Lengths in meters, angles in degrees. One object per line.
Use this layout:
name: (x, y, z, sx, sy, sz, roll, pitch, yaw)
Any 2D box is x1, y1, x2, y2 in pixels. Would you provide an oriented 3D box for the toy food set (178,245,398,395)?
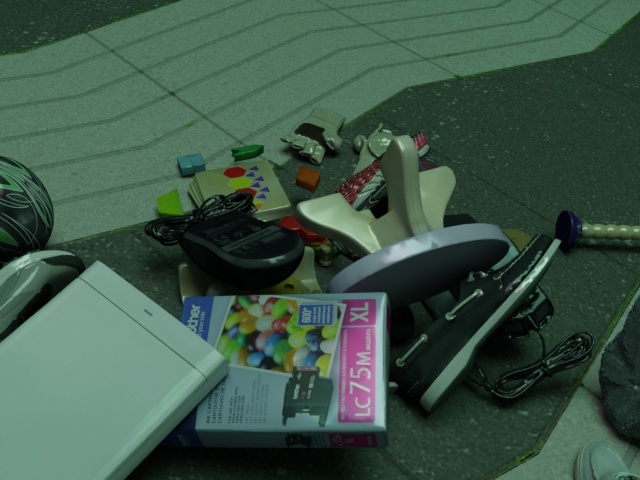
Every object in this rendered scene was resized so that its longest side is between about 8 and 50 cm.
toy food set: (-0.055, 0.122, 1.146, 0.220, 0.092, 0.306, -8, 42, -23)

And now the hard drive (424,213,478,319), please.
hard drive: (0.233, 0.045, 1.349, 0.172, 0.054, 0.254, -4, 40, -19)

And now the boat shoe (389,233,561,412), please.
boat shoe: (0.213, 0.096, 1.127, 0.091, 0.114, 0.302, 39, 80, 19)

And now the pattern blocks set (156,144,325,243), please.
pattern blocks set: (-0.136, -0.075, 1.394, 0.286, 0.026, 0.324, -7, 35, -6)

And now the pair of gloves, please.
pair of gloves: (0.059, -0.197, 1.627, 0.240, 0.042, 0.204, 22, 39, 13)

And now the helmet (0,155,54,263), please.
helmet: (-0.485, -0.045, 1.210, 0.162, 0.169, 0.169, -3, 36, 9)

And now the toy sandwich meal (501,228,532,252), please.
toy sandwich meal: (0.344, 0.011, 1.445, 0.086, 0.029, 0.085, 5, 34, -3)

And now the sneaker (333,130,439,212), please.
sneaker: (0.129, -0.096, 1.451, 0.299, 0.121, 0.112, -37, 97, -43)

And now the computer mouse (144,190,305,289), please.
computer mouse: (-0.119, 0.011, 1.193, 0.189, 0.072, 0.272, -21, 29, -30)

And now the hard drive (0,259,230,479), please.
hard drive: (-0.308, 0.201, 0.921, 0.233, 0.047, 0.353, 32, 63, 26)

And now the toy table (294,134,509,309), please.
toy table: (0.111, -0.012, 1.147, 0.274, 0.252, 0.160, -8, 61, -33)

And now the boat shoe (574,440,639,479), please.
boat shoe: (0.378, 0.329, 0.997, 0.079, 0.081, 0.227, 6, 38, -6)

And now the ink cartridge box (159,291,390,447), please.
ink cartridge box: (-0.072, 0.157, 0.994, 0.311, 0.065, 0.185, -3, 55, 9)

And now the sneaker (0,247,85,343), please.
sneaker: (-0.425, 0.104, 1.088, 0.108, 0.100, 0.271, 42, 49, 14)

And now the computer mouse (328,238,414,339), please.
computer mouse: (0.071, 0.067, 1.276, 0.071, 0.041, 0.242, -7, 47, -28)

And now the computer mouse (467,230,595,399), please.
computer mouse: (0.257, 0.113, 1.211, 0.184, 0.060, 0.262, -32, 67, -9)

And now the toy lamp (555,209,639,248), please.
toy lamp: (0.574, -0.014, 1.495, 0.275, 0.080, 0.080, 4, 38, -8)

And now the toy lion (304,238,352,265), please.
toy lion: (0.000, 0.000, 1.372, 0.096, 0.034, 0.100, 30, 40, 34)

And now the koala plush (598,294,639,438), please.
koala plush: (0.532, 0.199, 1.160, 0.221, 0.203, 0.196, 12, 31, -35)
